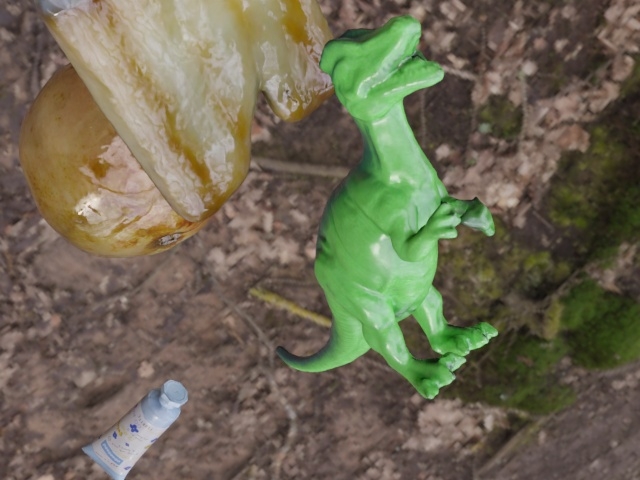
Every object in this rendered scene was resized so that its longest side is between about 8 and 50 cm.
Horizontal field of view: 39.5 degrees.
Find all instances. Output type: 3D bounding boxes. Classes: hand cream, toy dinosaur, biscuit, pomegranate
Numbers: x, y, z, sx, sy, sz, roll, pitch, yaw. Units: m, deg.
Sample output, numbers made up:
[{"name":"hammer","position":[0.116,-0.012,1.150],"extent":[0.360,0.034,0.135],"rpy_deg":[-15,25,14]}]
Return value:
[{"name":"hand cream","position":[-0.209,0.216,1.016],"extent":[0.170,0.065,0.043],"rpy_deg":[-45,180,32]},{"name":"toy dinosaur","position":[0.000,0.000,0.964],"extent":[0.144,0.374,0.500],"rpy_deg":[-39,-164,-35]},{"name":"biscuit","position":[-0.097,-0.178,0.774],"extent":[0.237,0.062,0.290],"rpy_deg":[-49,140,-17]},{"name":"pomegranate","position":[-0.236,-0.115,1.059],"extent":[0.229,0.270,0.252],"rpy_deg":[-26,163,4]}]
